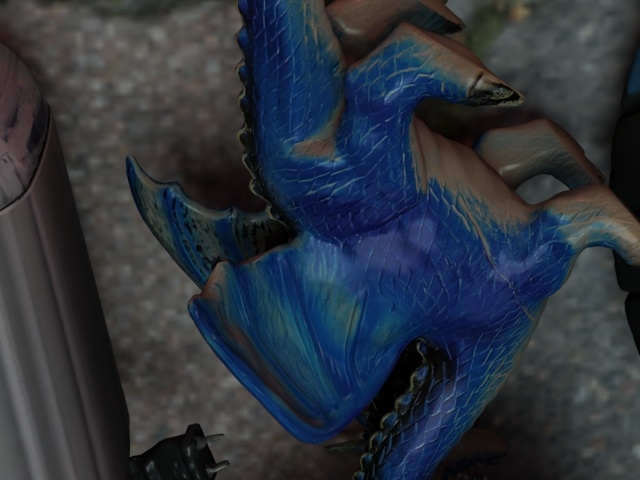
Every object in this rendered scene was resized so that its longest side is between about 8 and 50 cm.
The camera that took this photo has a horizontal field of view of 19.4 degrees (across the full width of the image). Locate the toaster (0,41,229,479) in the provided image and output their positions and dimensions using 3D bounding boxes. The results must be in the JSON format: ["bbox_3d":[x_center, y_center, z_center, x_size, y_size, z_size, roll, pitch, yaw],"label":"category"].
[{"bbox_3d":[-0.148,0.031,0.545,0.227,0.129,0.146,-7,116,2],"label":"toaster"}]

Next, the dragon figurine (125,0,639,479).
[{"bbox_3d":[0.000,0.000,0.535,0.144,0.085,0.289,-41,128,9],"label":"dragon figurine"}]

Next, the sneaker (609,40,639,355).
[{"bbox_3d":[0.188,0.042,0.595,0.140,0.125,0.340,-25,117,-20],"label":"sneaker"}]
